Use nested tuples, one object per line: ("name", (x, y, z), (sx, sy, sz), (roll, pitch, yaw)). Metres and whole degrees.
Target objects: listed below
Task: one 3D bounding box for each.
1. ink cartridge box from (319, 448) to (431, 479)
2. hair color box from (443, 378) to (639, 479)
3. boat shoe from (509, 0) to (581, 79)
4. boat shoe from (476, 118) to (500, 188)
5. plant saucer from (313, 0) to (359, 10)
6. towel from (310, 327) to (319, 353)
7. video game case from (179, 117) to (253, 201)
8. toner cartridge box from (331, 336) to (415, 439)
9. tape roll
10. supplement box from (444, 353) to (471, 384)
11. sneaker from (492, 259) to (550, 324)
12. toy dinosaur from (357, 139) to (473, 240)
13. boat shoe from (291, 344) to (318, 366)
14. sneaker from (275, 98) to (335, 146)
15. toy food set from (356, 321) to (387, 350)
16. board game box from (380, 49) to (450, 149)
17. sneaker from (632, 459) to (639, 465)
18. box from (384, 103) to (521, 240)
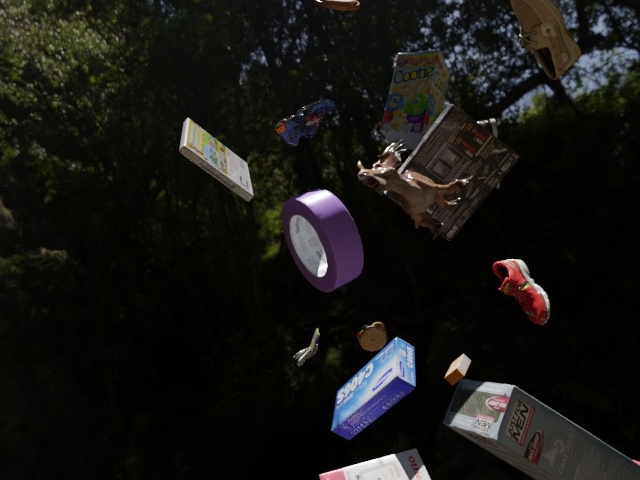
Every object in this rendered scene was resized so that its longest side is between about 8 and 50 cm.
("ink cartridge box", (0.158, 0.690, 1.145), (0.283, 0.207, 0.117), (-10, -53, -11))
("hair color box", (0.468, 0.432, 0.913), (0.114, 0.374, 0.185), (-60, 7, -19))
("boat shoe", (0.623, -0.584, 1.255), (0.302, 0.109, 0.098), (34, -78, -29))
("boat shoe", (0.510, -0.264, 1.361), (0.068, 0.228, 0.081), (-3, -17, 12))
("plant saucer", (0.030, -0.433, 0.799), (0.083, 0.083, 0.013), (-11, -48, -22))
("towel", (-0.021, 0.375, 1.652), (0.009, 0.060, 0.083), (16, -81, -11))
("video game case", (-0.268, -0.212, 1.146), (0.206, 0.227, 0.026), (37, -73, -30))
("toner cartridge box", (0.166, 0.479, 1.417), (0.075, 0.165, 0.348), (31, -59, -11))
("tape roll", (0.000, 0.000, 1.217), (0.090, 0.275, 0.275), (-26, -25, -25))
("supplement box", (0.460, 0.431, 1.478), (0.062, 0.036, 0.098), (-53, -14, 32))
("sneaker", (0.680, 0.179, 1.526), (0.118, 0.279, 0.107), (1, -49, -14))
("toy dinosaur", (0.188, -0.110, 0.932), (0.127, 0.200, 0.295), (-57, -13, 1))
("boat shoe", (-0.058, 0.438, 1.722), (0.133, 0.042, 0.049), (-29, -51, -45))
("sneaker", (-0.038, -0.359, 1.345), (0.221, 0.083, 0.087), (-37, -64, -22))
("toy food set", (0.144, 0.269, 1.225), (0.082, 0.020, 0.083), (-17, -71, 2))
("board game box", (0.313, -0.453, 1.443), (0.142, 0.275, 0.144), (9, -8, 32))
("sneaker", (0.759, 0.674, 1.045), (0.314, 0.136, 0.116), (-51, -23, -39))
("box", (0.367, -0.189, 1.264), (0.307, 0.242, 0.076), (-54, 7, 16))
